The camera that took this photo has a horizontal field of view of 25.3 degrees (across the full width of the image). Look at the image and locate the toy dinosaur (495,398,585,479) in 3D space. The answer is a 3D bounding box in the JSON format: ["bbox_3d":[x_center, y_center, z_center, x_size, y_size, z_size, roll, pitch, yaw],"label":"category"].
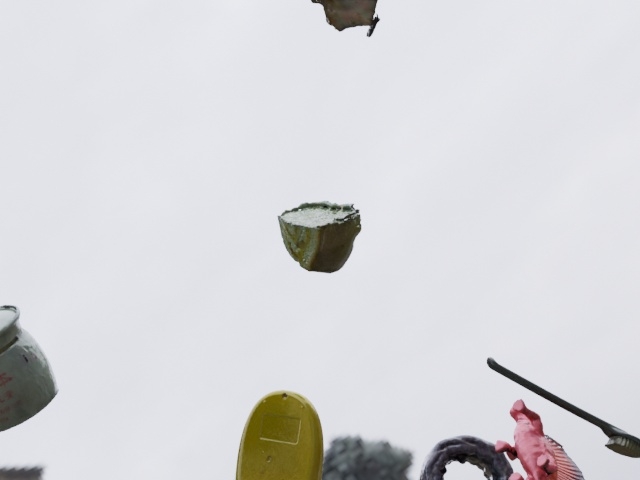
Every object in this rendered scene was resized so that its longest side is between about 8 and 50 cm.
[{"bbox_3d":[0.327,0.336,1.980,0.139,0.286,0.070,33,-66,-32],"label":"toy dinosaur"}]

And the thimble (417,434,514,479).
[{"bbox_3d":[0.219,0.372,2.150,0.150,0.150,0.098,-27,-13,-13],"label":"thimble"}]

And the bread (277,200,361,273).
[{"bbox_3d":[0.003,0.002,2.236,0.103,0.156,0.110,-16,-76,-24],"label":"bread"}]

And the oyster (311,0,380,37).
[{"bbox_3d":[0.043,-0.346,1.705,0.133,0.337,0.198,3,-84,-8],"label":"oyster"}]

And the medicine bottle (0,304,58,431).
[{"bbox_3d":[-0.458,0.179,1.988,0.147,0.147,0.143,-28,-70,-12],"label":"medicine bottle"}]

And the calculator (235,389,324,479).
[{"bbox_3d":[-0.065,0.351,2.223,0.032,0.146,0.235,18,-103,-64],"label":"calculator"}]

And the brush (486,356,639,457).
[{"bbox_3d":[0.346,0.239,2.018,0.027,0.266,0.062,-63,7,-18],"label":"brush"}]
